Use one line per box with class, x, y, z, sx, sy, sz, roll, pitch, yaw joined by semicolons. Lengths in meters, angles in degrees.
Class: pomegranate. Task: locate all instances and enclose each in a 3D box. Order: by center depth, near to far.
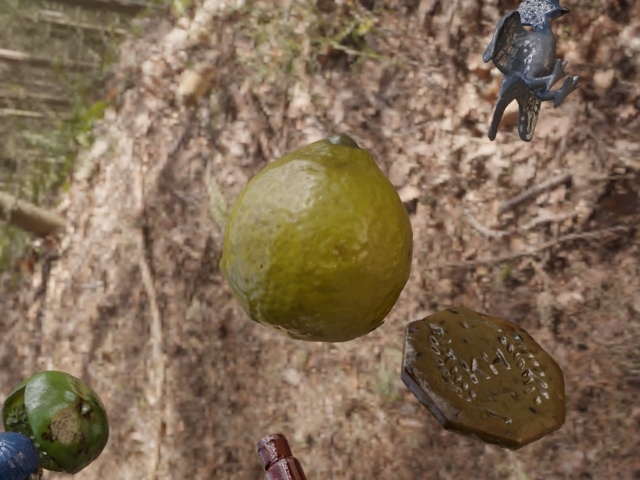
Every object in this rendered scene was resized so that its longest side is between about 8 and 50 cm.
pomegranate;-0.355;0.244;1.366;0.143;0.122;0.169;45;144;-7

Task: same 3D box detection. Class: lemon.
lemon;0.000;0.000;1.807;0.350;0.350;0.387;38;118;54

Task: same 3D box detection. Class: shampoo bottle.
shampoo bottle;-0.053;0.550;2.099;0.118;0.076;0.314;110;144;-44

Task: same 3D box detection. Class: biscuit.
biscuit;0.319;0.258;1.988;0.359;0.359;0.046;61;144;42

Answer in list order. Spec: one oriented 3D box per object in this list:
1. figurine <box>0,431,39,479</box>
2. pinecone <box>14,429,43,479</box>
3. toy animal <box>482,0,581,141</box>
figurine;-0.358;0.294;1.170;0.086;0.087;0.149;-8;91;20
pinecone;-0.409;0.309;1.281;0.140;0.121;0.140;170;90;-77
toy animal;0.322;-0.270;1.591;0.255;0.239;0.176;-45;46;-1
